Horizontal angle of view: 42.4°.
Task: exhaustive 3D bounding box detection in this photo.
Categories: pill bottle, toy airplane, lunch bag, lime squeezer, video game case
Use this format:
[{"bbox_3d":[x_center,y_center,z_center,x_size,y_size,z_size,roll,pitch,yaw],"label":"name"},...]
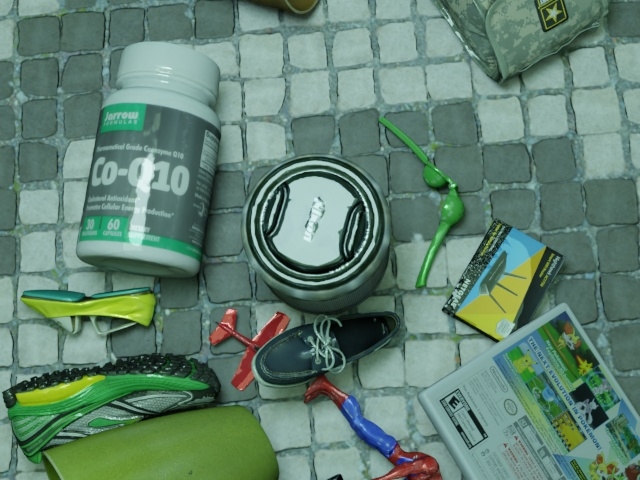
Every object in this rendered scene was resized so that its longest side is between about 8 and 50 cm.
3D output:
[{"bbox_3d":[-0.276,-0.129,1.374,0.204,0.204,0.360,5,78,5],"label":"pill bottle"},{"bbox_3d":[-0.121,0.170,1.387,0.151,0.028,0.151,-1,79,4],"label":"toy airplane"},{"bbox_3d":[0.335,-0.442,1.424,0.235,0.169,0.287,-33,85,-7],"label":"lunch bag"},{"bbox_3d":[0.186,-0.081,1.419,0.110,0.059,0.310,-19,77,31],"label":"lime squeezer"},{"bbox_3d":[0.352,0.305,1.268,0.300,0.036,0.328,-28,81,-20],"label":"video game case"}]

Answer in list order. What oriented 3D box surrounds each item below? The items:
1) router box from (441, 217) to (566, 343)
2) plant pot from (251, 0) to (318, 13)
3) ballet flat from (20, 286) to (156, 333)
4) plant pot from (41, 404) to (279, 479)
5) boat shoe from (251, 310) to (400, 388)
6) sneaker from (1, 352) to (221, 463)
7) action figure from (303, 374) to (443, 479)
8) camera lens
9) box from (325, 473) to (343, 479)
[{"bbox_3d":[0.304,0.072,1.371,0.133,0.046,0.178,30,82,9],"label":"router box"},{"bbox_3d":[-0.139,-0.531,1.458,0.255,0.237,0.237,10,78,20],"label":"plant pot"},{"bbox_3d":[-0.394,0.120,1.398,0.231,0.077,0.077,-2,94,2],"label":"ballet flat"},{"bbox_3d":[-0.221,0.371,1.239,0.294,0.275,0.274,-25,76,-27],"label":"plant pot"},{"bbox_3d":[0.014,0.166,1.299,0.255,0.079,0.095,-10,74,-29],"label":"boat shoe"},{"bbox_3d":[-0.329,0.271,1.344,0.344,0.134,0.146,-11,95,2],"label":"sneaker"},{"bbox_3d":[0.076,0.348,1.304,0.280,0.091,0.139,33,74,11],"label":"action figure"},{"bbox_3d":[0.000,0.000,1.290,0.220,0.274,0.219,-1,77,4],"label":"camera lens"},{"bbox_3d":[-0.007,0.471,1.281,0.158,0.093,0.155,-27,77,-1],"label":"box"}]
